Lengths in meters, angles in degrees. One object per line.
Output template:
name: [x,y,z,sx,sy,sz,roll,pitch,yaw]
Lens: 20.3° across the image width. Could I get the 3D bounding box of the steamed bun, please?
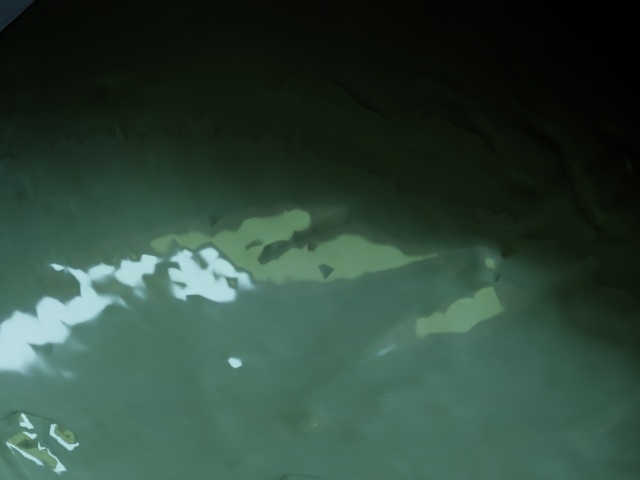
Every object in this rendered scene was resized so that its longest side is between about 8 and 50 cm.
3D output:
steamed bun: [0.000,0.000,0.738,0.333,0.233,0.312,-7,136,17]
